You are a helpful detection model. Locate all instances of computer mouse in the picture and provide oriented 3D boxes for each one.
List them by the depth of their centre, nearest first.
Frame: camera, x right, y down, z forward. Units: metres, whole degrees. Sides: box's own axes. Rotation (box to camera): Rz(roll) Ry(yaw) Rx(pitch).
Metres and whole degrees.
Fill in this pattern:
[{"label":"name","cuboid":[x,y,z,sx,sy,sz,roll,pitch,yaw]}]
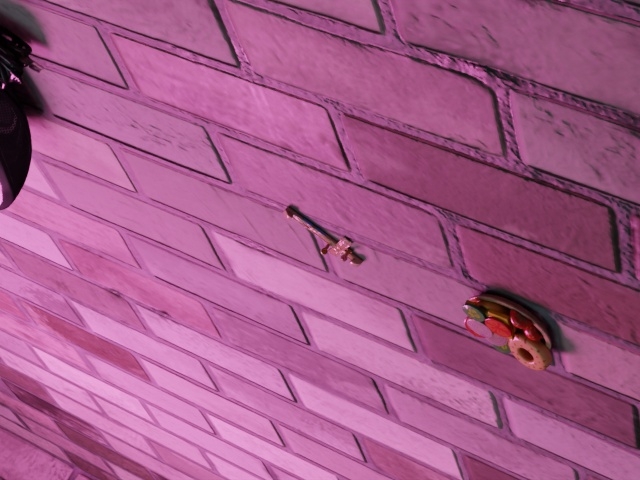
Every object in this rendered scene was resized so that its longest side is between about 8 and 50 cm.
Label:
[{"label":"computer mouse","cuboid":[-0.333,-0.138,1.410,0.188,0.072,0.272,29,145,18]}]

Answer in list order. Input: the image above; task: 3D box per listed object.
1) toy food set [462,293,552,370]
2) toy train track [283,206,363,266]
[{"label":"toy food set","cuboid":[0.156,0.075,1.218,0.082,0.020,0.083,21,155,30]},{"label":"toy train track","cuboid":[0.000,0.000,1.291,0.083,0.014,0.048,36,158,-4]}]
